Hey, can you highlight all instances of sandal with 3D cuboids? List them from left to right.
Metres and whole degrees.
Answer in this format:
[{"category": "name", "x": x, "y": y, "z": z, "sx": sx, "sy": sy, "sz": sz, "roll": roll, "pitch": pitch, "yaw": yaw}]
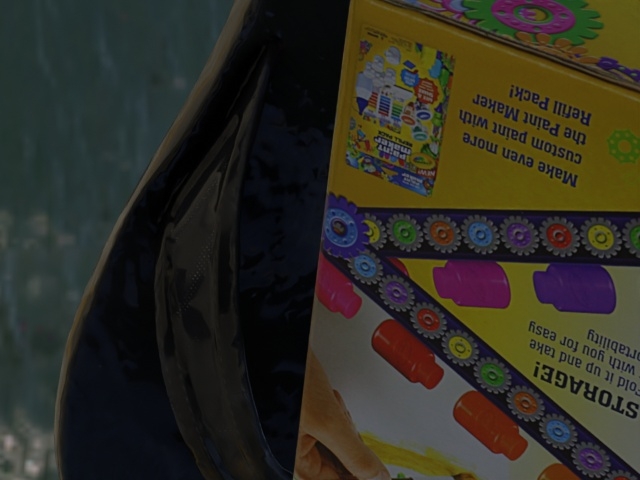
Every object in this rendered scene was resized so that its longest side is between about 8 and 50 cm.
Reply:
[{"category": "sandal", "x": -0.002, "y": -0.002, "z": 0.775, "sx": 0.107, "sy": 0.167, "sz": 0.446, "roll": -119, "pitch": -135, "yaw": -64}]

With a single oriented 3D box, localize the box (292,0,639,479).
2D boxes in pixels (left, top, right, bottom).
[{"category": "box", "x": 0.138, "y": 0.019, "z": 0.588, "sx": 0.290, "sy": 0.177, "sz": 0.279, "roll": -41, "pitch": 146, "yaw": -47}]
